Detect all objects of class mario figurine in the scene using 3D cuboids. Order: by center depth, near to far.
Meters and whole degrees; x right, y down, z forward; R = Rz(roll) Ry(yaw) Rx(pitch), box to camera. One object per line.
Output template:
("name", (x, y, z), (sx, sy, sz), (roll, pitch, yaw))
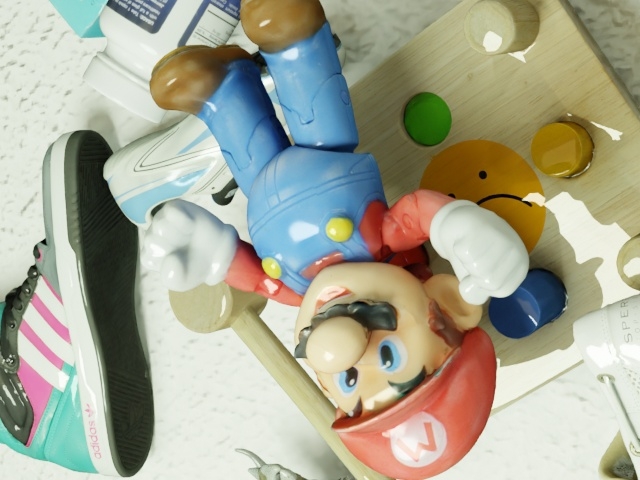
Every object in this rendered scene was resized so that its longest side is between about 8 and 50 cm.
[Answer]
("mario figurine", (0.000, 0.000, 0.878), (0.320, 0.170, 0.198), (63, 154, 12))

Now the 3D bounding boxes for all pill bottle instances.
("pill bottle", (-0.110, -0.179, 1.078), (0.094, 0.094, 0.169), (34, 96, 19))

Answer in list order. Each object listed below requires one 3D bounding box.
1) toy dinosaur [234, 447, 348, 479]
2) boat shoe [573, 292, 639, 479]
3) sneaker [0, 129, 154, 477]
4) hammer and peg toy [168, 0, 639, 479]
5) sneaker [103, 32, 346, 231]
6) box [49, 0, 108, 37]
("toy dinosaur", (0.040, 0.305, 1.110), (0.160, 0.121, 0.313), (-4, 102, 41))
("boat shoe", (0.231, 0.143, 0.927), (0.096, 0.098, 0.277), (-12, 120, 20))
("sneaker", (-0.247, 0.056, 1.205), (0.178, 0.124, 0.295), (-1, 99, 19))
("hammer and peg toy", (0.083, 0.009, 1.012), (0.361, 0.127, 0.266), (-36, 83, 28))
("sneaker", (-0.067, -0.084, 1.108), (0.237, 0.085, 0.086), (-32, 103, 27))
("box", (-0.226, -0.288, 1.164), (0.244, 0.060, 0.100), (50, 117, 12))
